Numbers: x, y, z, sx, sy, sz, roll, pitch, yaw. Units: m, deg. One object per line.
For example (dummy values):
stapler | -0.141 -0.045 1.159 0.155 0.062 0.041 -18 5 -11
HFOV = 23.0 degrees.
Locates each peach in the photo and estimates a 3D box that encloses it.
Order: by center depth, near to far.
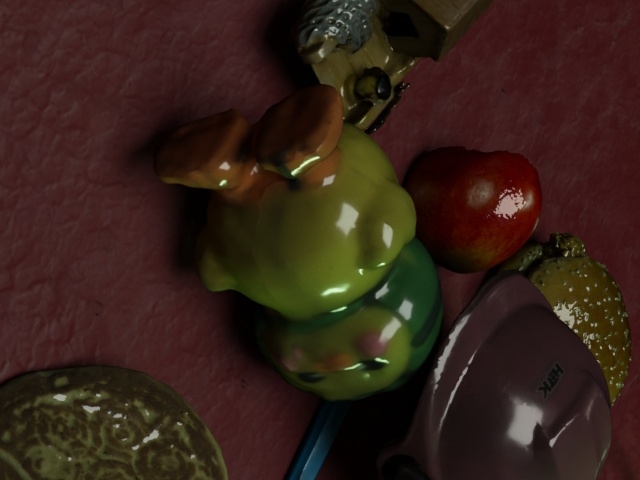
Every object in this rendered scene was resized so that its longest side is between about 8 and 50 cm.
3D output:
peach | 0.168 -0.030 1.681 0.151 0.118 0.151 -3 96 -29

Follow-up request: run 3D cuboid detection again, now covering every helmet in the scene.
helmet | 0.192 0.203 1.603 0.271 0.197 0.338 -46 164 -36

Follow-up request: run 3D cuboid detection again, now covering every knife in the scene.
knife | 0.023 0.150 1.633 0.044 0.026 0.296 39 72 -38

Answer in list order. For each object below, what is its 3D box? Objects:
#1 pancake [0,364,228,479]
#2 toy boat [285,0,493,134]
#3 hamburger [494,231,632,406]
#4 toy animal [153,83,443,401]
pancake | -0.186 0.214 1.336 0.250 0.031 0.250 15 54 -21
toy boat | 0.130 -0.290 1.576 0.445 0.162 0.136 -50 125 -27
hamburger | 0.273 0.100 1.802 0.189 0.122 0.215 -17 105 -40
toy animal | 0.001 -0.001 1.473 0.338 0.216 0.191 62 29 -34
